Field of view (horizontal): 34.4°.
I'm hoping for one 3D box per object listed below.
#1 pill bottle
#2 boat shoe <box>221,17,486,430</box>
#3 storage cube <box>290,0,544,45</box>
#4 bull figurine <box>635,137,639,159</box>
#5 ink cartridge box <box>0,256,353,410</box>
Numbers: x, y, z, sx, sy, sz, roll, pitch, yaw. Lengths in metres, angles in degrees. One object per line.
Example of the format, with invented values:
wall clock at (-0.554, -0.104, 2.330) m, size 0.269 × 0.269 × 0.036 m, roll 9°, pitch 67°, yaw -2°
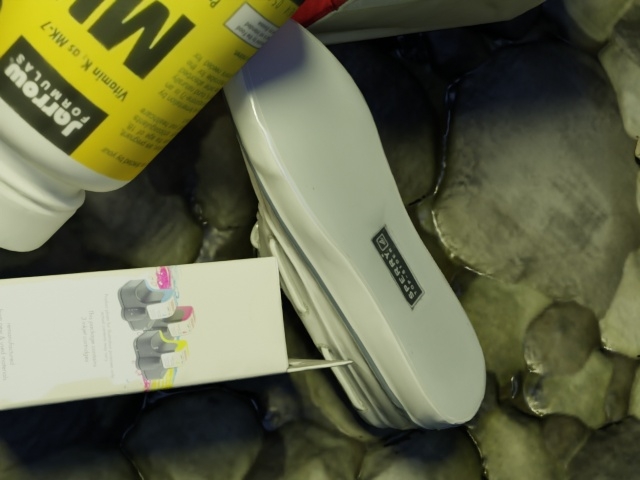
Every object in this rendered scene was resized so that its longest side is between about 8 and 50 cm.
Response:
pill bottle at (-0.105, -0.100, 0.499) m, size 0.119 × 0.119 × 0.208 m, roll 43°, pitch 101°, yaw -13°
boat shoe at (0.000, 0.000, 0.589) m, size 0.095 × 0.084 × 0.258 m, roll -33°, pitch 100°, yaw -47°
storage cube at (0.062, -0.232, 0.590) m, size 0.215 × 0.183 × 0.193 m, roll -13°, pitch 91°, yaw -25°
bull figurine at (0.338, -0.106, 0.741) m, size 0.188 × 0.101 × 0.310 m, roll 17°, pitch 75°, yaw -17°
ink cartridge box at (-0.086, 0.046, 0.537) m, size 0.181 × 0.104 × 0.062 m, roll -4°, pitch 86°, yaw -24°
